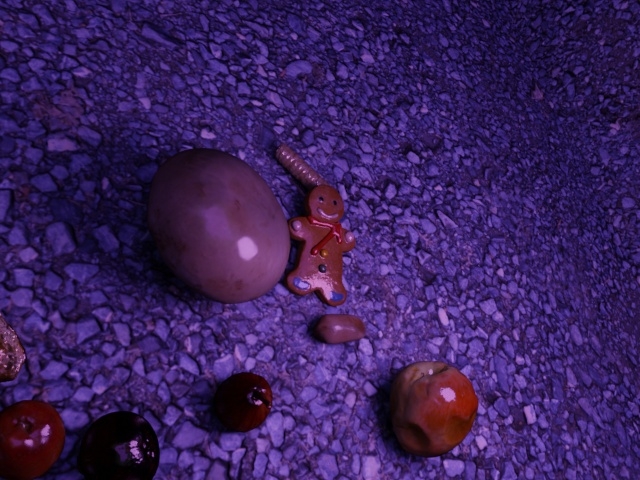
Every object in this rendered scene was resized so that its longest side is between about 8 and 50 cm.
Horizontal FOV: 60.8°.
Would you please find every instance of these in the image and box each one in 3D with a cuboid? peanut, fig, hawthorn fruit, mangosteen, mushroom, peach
[{"bbox_3d":[0.051,0.221,1.371,0.152,0.076,0.076,2,65,-30],"label":"peanut"},{"bbox_3d":[-0.161,0.340,1.139,0.128,0.150,0.128,0,87,-2],"label":"fig"},{"bbox_3d":[-0.495,0.332,0.916,0.133,0.138,0.132,13,60,-23],"label":"hawthorn fruit"},{"bbox_3d":[-0.367,0.387,0.979,0.152,0.152,0.152,15,59,-26],"label":"mangosteen"},{"bbox_3d":[-0.241,-0.020,1.208,0.362,0.295,0.362,46,25,-29],"label":"mushroom"},{"bbox_3d":[0.266,0.418,1.337,0.214,0.214,0.235,-1,103,-33],"label":"peach"}]

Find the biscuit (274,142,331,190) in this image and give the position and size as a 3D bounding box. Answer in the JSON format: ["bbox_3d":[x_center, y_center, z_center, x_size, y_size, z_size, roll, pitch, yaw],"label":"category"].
[{"bbox_3d":[-0.041,-0.185,1.529,0.219,0.055,0.061,43,15,-8],"label":"biscuit"}]

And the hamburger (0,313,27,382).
[{"bbox_3d":[-0.629,0.160,0.909,0.283,0.157,0.144,58,31,-2],"label":"hamburger"}]

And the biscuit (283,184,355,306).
[{"bbox_3d":[0.002,0.000,1.436,0.205,0.049,0.324,19,67,-23],"label":"biscuit"}]
